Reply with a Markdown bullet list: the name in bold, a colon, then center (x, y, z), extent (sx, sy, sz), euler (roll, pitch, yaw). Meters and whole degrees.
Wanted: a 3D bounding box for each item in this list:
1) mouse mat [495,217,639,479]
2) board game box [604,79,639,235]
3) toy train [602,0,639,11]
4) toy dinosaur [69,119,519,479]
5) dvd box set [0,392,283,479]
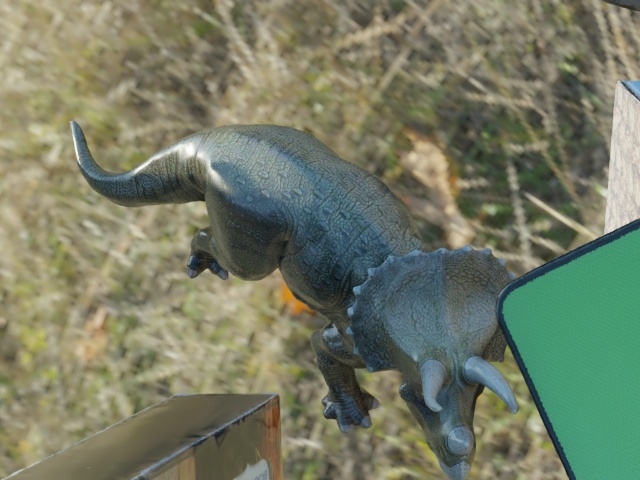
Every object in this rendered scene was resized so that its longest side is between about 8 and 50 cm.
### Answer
- **mouse mat**: center (0.168, 0.076, 0.774), extent (0.152, 0.007, 0.190), euler (-27, 83, 25)
- **board game box**: center (0.326, 0.031, 1.158), extent (0.291, 0.141, 0.232), euler (0, 110, -7)
- **toy train**: center (0.308, -0.331, 1.534), extent (0.334, 0.142, 0.190), euler (132, 142, -50)
- **toy dinosaur**: center (0.000, 0.000, 1.024), extent (0.121, 0.160, 0.313), euler (-36, 69, -25)
- **dvd box set**: center (-0.068, 0.293, 0.839), extent (0.062, 0.307, 0.420), euler (-2, 92, 12)
